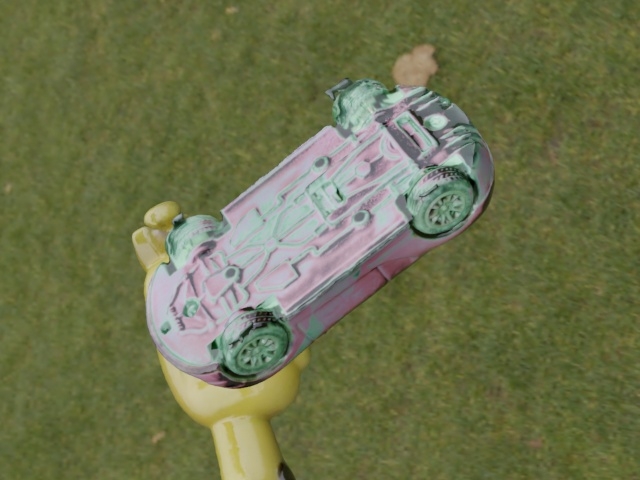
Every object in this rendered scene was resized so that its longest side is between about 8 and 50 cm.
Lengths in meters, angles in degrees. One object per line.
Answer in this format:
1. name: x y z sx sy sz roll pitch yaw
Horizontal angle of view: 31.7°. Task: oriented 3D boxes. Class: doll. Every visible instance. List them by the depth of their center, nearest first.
1. doll: -0.036 0.106 0.595 0.086 0.117 0.291 -26 62 19

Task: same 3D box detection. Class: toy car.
1. toy car: 0.000 0.000 0.421 0.142 0.055 0.069 -38 49 3
